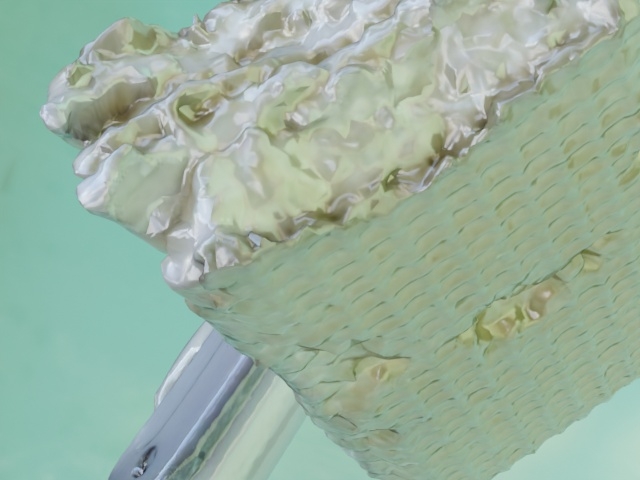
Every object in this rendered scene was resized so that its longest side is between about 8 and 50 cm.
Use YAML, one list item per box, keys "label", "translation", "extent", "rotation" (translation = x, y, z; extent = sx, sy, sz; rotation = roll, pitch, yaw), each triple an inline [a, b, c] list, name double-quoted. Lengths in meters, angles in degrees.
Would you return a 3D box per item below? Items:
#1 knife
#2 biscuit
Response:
- label: "knife"
  translation: [0.002, 0.000, 0.750]
  extent: [0.266, 0.040, 0.073]
  rotation: [-56, 29, -12]
- label: "biscuit"
  translation: [0.029, -0.003, 0.436]
  extent: [0.108, 0.239, 0.062]
  rotation: [-36, 65, 0]
